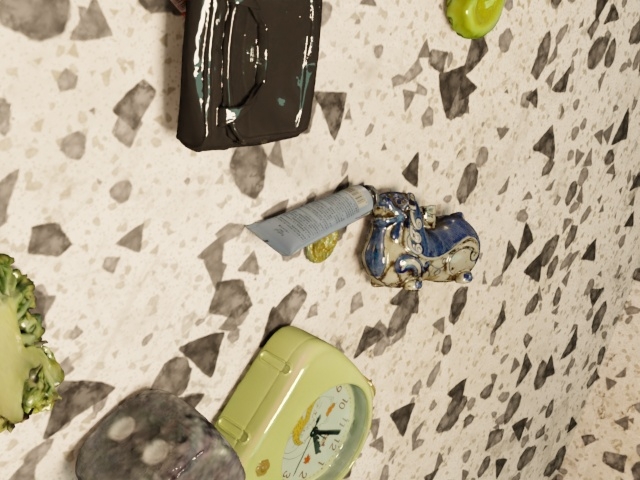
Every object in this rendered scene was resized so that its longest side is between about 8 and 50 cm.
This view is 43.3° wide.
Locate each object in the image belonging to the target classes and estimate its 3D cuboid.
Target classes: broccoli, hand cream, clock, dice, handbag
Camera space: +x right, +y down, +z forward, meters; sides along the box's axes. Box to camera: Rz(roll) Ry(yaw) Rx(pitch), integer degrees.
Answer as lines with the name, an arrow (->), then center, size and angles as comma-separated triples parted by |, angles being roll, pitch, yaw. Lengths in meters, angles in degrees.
broccoli -> -0.411, 0.130, 0.871 | 0.180, 0.273, 0.242 | -26, 133, 5
hand cream -> -0.001, -0.039, 1.351 | 0.271, 0.091, 0.058 | -26, 146, -43
clock -> -0.029, 0.339, 1.468 | 0.286, 0.117, 0.348 | -57, 140, -11
dice -> -0.233, 0.345, 1.194 | 0.181, 0.183, 0.182 | -44, 136, -27
handbag -> -0.093, -0.261, 1.114 | 0.244, 0.088, 0.275 | -16, 122, -51

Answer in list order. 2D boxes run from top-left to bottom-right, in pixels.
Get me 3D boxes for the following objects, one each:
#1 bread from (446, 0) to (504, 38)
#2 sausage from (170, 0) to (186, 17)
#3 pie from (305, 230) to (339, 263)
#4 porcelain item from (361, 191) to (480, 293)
bread -> 0.282, -0.437, 1.470 | 0.130, 0.071, 0.139 | 0, 110, -45
sausage -> -0.194, -0.323, 1.036 | 0.028, 0.025, 0.198 | -35, 139, 12
pie -> 0.001, 0.001, 1.411 | 0.084, 0.021, 0.084 | -20, 118, -43
porcelain item -> 0.190, -0.001, 1.550 | 0.288, 0.138, 0.186 | -4, 93, -42
